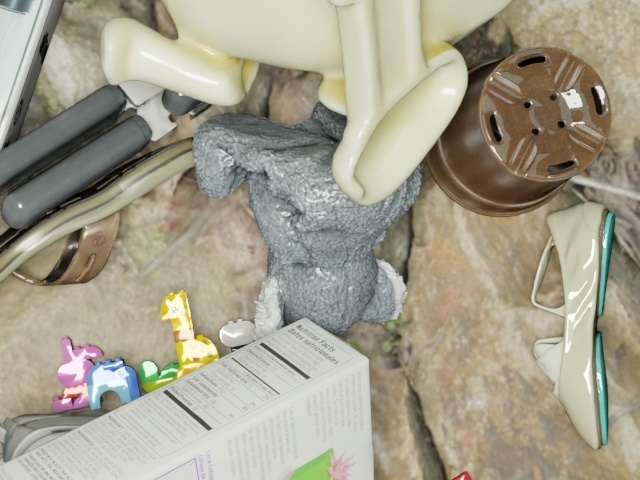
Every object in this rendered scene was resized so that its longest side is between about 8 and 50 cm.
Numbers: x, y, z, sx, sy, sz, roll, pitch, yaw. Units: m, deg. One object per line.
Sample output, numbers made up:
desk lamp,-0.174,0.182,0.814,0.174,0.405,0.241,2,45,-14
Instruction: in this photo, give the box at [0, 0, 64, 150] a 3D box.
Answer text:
box,-0.353,-0.181,1.150,0.169,0.087,0.290,17,86,-5

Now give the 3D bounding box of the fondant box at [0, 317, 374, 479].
fondant box,-0.105,0.243,1.038,0.330,0.096,0.238,-23,125,-30

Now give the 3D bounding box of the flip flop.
flip flop,-0.223,-0.006,1.156,0.277,0.112,0.080,-32,105,-12

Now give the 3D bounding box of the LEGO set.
LEGO set,-0.154,0.099,1.158,0.227,0.087,0.093,-11,89,-8

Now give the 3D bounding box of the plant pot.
plant pot,0.194,-0.111,1.166,0.167,0.165,0.167,0,87,-5

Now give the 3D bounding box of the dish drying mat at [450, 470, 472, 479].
dish drying mat,0.157,0.278,1.222,0.032,0.008,0.083,-31,91,-8

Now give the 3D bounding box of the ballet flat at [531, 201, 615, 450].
ballet flat,0.253,0.085,1.215,0.086,0.086,0.248,3,85,-6

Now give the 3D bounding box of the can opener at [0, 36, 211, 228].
can opener,-0.190,-0.119,1.128,0.283,0.095,0.076,-39,88,-31

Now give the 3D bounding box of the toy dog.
toy dog,-0.047,-0.290,1.036,0.408,0.284,0.395,26,63,30

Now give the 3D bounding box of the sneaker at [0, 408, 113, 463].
sneaker,-0.165,0.194,1.115,0.281,0.115,0.105,19,98,-40

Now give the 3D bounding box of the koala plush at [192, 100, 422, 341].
koala plush,0.000,0.000,1.140,0.196,0.203,0.221,-13,118,-30

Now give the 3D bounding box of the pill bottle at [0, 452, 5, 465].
pill bottle,-0.270,0.310,1.117,0.121,0.121,0.221,-25,90,-7
